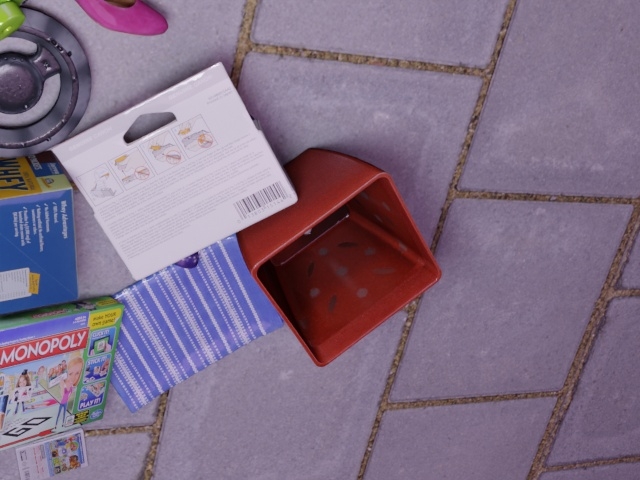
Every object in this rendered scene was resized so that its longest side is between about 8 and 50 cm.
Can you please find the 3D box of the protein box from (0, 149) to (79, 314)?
[{"bbox_3d":[-0.482,-0.007,1.660,0.201,0.136,0.200,-11,123,-23],"label":"protein box"}]

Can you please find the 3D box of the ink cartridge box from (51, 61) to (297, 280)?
[{"bbox_3d":[-0.223,-0.111,1.724,0.296,0.066,0.261,-26,115,5],"label":"ink cartridge box"}]

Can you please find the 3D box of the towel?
[{"bbox_3d":[-0.240,0.144,1.954,0.336,0.040,0.243,-30,128,-9],"label":"towel"}]

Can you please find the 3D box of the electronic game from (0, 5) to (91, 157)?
[{"bbox_3d":[-0.448,-0.228,1.598,0.229,0.048,0.229,-9,120,-16],"label":"electronic game"}]

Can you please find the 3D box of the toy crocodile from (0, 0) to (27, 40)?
[{"bbox_3d":[-0.495,-0.283,1.485,0.340,0.105,0.115,-42,92,3],"label":"toy crocodile"}]

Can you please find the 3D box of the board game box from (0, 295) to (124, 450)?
[{"bbox_3d":[-0.451,0.213,1.741,0.317,0.046,0.214,-10,118,-56],"label":"board game box"}]

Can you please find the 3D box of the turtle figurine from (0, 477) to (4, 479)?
[{"bbox_3d":[-0.593,0.331,1.821,0.234,0.118,0.175,3,97,-13],"label":"turtle figurine"}]

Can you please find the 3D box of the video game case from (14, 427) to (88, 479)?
[{"bbox_3d":[-0.484,0.389,1.987,0.122,0.011,0.087,-13,124,-22],"label":"video game case"}]

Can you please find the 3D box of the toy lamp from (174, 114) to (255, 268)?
[{"bbox_3d":[-0.184,-0.088,1.818,0.080,0.080,0.275,15,113,-35],"label":"toy lamp"}]

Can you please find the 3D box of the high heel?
[{"bbox_3d":[-0.313,-0.376,1.563,0.244,0.082,0.117,20,118,-23],"label":"high heel"}]

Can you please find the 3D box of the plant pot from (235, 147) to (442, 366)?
[{"bbox_3d":[0.000,0.000,1.870,0.267,0.236,0.267,-37,130,-5],"label":"plant pot"}]
